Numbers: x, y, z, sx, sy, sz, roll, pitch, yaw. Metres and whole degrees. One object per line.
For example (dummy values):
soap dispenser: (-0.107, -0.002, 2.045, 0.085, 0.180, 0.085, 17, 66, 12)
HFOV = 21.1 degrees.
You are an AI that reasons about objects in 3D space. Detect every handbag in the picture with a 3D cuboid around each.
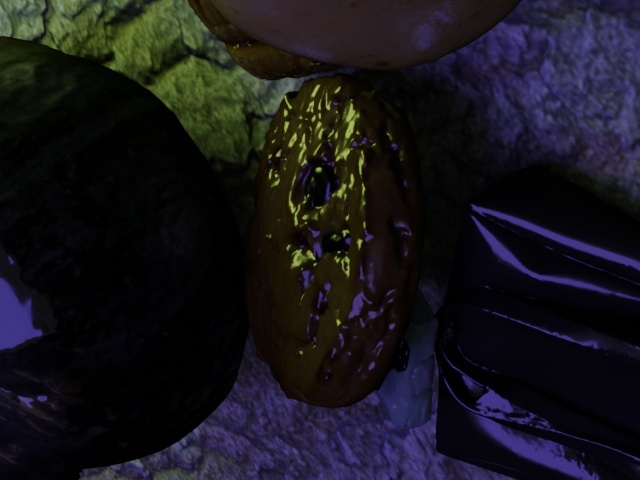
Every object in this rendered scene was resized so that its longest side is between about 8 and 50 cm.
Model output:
handbag: (0.219, 0.102, 1.382, 0.257, 0.113, 0.285, 23, 132, 24)

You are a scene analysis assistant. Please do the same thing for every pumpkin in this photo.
pumpkin: (-0.263, 0.014, 1.615, 0.454, 0.344, 0.454, 33, 144, 28)

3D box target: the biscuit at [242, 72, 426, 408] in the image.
biscuit: (-0.001, 0.000, 1.415, 0.296, 0.075, 0.296, -175, 90, -66)

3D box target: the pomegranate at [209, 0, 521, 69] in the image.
pomegranate: (0.012, -0.264, 1.162, 0.319, 0.319, 0.319, 26, 133, 31)

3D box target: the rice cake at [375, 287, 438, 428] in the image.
rice cake: (0.045, 0.043, 1.473, 0.237, 0.043, 0.127, -114, 21, -48)

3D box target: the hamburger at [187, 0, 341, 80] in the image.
hamburger: (-0.048, -0.224, 1.402, 0.183, 0.130, 0.206, -3, 117, 49)
